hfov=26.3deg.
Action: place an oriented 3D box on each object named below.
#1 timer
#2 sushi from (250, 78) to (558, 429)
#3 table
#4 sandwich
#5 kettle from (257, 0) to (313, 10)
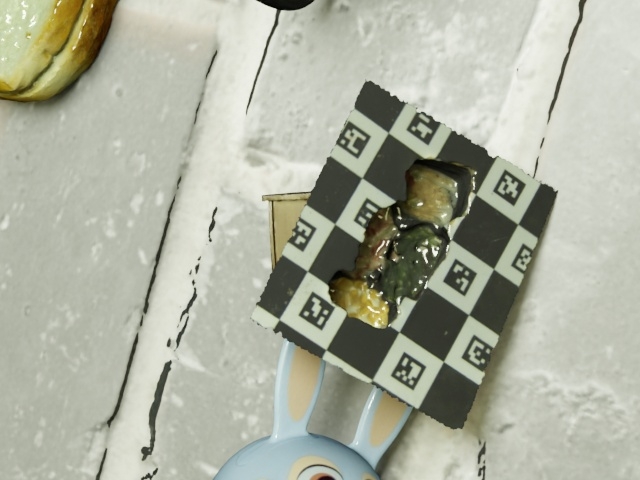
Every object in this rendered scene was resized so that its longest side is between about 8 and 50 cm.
[{"bbox_3d":[0.006,0.191,1.081,0.175,0.175,0.255,35,106,16],"label":"timer"},{"bbox_3d":[0.064,0.013,1.084,0.192,0.050,0.215,29,76,-14],"label":"sushi"},{"bbox_3d":[0.000,0.000,1.133,0.070,0.083,0.082,-3,93,16],"label":"table"},{"bbox_3d":[-0.303,-0.279,1.232,0.288,0.099,0.254,30,98,17],"label":"sandwich"},{"bbox_3d":[-0.001,-0.276,1.058,0.144,0.232,0.202,34,100,17],"label":"kettle"}]
